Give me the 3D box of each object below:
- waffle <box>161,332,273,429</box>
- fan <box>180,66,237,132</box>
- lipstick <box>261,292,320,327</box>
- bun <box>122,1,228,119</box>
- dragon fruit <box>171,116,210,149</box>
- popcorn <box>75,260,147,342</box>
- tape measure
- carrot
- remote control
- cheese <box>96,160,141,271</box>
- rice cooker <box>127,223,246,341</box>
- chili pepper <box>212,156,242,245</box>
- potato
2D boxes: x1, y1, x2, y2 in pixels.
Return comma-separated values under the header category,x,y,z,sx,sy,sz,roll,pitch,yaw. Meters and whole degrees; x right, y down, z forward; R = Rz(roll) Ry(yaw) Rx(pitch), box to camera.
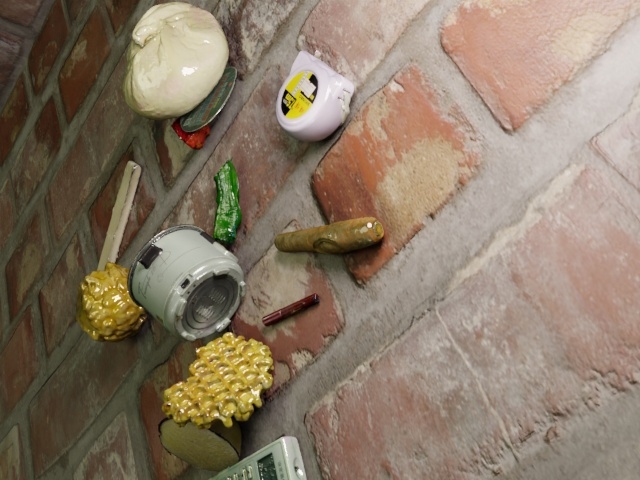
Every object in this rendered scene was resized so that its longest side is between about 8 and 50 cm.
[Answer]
category,x,y,z,sx,sy,sz,roll,pitch,yaw
waffle,-0.224,0.304,1.558,0.248,0.056,0.253,-8,38,5
fan,-0.336,-0.357,1.929,0.294,0.012,0.223,-32,40,22
lipstick,-0.065,0.152,1.562,0.176,0.027,0.027,-29,60,39
bun,-0.423,-0.501,1.949,0.361,0.213,0.361,-26,46,30
dragon fruit,-0.338,-0.309,1.958,0.106,0.083,0.162,-49,32,2
popcorn,-0.615,0.180,2.065,0.250,0.190,0.250,4,95,52
tape measure,-0.015,-0.308,1.573,0.178,0.105,0.196,-51,48,17
carrot,0.000,-0.001,1.502,0.342,0.070,0.070,-8,74,49
remote control,-0.154,0.552,1.541,0.344,0.050,0.145,-39,53,35
cheese,-0.651,-0.059,2.277,0.085,0.034,0.401,23,98,53
rice cooker,-0.322,0.096,1.692,0.227,0.280,0.241,35,85,34
chili pepper,-0.236,-0.100,1.795,0.098,0.061,0.225,-20,64,49
potato,-0.264,0.425,1.615,0.182,0.202,0.117,-40,20,43
